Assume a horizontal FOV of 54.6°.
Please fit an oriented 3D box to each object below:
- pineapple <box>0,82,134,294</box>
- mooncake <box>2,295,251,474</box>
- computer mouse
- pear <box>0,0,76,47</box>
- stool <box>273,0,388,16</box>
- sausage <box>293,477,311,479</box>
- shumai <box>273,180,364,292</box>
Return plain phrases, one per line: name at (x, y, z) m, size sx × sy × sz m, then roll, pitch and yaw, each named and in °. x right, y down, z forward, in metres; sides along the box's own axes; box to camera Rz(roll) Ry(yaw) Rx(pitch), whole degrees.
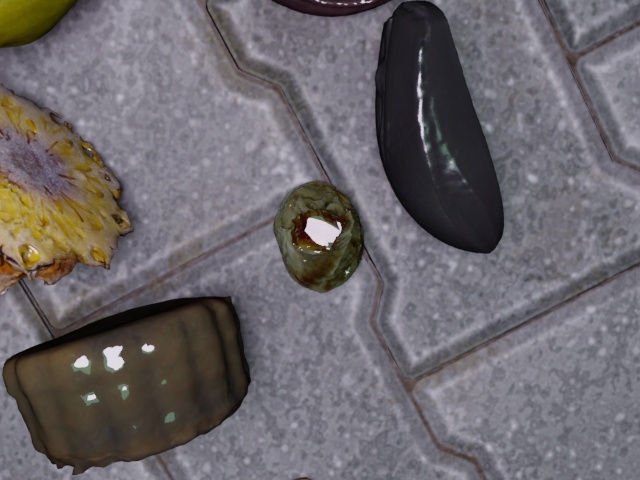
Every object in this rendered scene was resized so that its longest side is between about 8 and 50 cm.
pineapple at (-0.375, 0.008, 0.616) m, size 0.271 × 0.262 × 0.262 m, roll -39°, pitch 97°, yaw 23°
mooncake at (-0.184, 0.135, 0.616) m, size 0.228 × 0.228 × 0.124 m, roll -16°, pitch 94°, yaw 1°
computer mouse at (0.103, -0.103, 0.635) m, size 0.086 × 0.137 × 0.270 m, roll -21°, pitch 99°, yaw -8°
pear at (-0.305, -0.299, 0.564) m, size 0.212 × 0.212 × 0.269 m, roll 24°, pitch 80°, yaw -4°
stool at (0.016, -0.346, 0.561) m, size 0.272 × 0.178 × 0.272 m, roll -1°, pitch 110°, yaw -2°
sausage at (-0.057, 0.303, 0.746) m, size 0.100 × 0.015 × 0.015 m, roll -17°, pitch 98°, yaw 1°
shumai at (0.001, 0.000, 0.671) m, size 0.099 × 0.087 × 0.124 m, roll -19°, pitch 99°, yaw 0°
